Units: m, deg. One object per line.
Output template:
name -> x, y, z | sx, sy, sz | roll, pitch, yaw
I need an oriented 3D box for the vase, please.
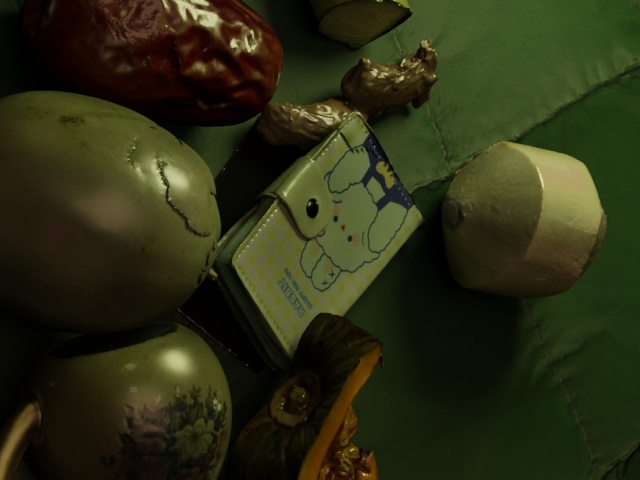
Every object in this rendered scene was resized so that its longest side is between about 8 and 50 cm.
vase -> -0.243, 0.266, 1.513 | 0.329, 0.241, 0.302 | -17, 100, -41

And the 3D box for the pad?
pad -> -0.080, 0.002, 1.791 | 0.202, 0.005, 0.299 | 40, 64, -18

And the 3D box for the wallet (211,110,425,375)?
wallet -> 0.000, 0.000, 1.772 | 0.309, 0.077, 0.223 | -49, 122, -29

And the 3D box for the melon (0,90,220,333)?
melon -> -0.268, -0.026, 1.531 | 0.330, 0.268, 0.268 | 19, 71, -10

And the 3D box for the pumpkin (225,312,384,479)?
pumpkin -> 0.013, 0.258, 1.683 | 0.190, 0.139, 0.280 | 43, 74, -38

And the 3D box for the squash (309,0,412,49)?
squash -> 0.006, -0.406, 1.849 | 0.137, 0.137, 0.287 | -30, 94, -31

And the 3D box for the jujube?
jujube -> -0.203, -0.244, 1.645 | 0.318, 0.223, 0.223 | 16, 73, -34

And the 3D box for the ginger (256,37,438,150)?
ginger -> 0.046, -0.186, 1.846 | 0.290, 0.122, 0.084 | -26, 55, -27

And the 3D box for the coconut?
coconut -> 0.273, -0.030, 1.881 | 0.241, 0.241, 0.241 | 6, 78, -29

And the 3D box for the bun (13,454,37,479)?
bun -> -0.359, 0.279, 1.554 | 0.083, 0.045, 0.083 | 19, 59, -36
